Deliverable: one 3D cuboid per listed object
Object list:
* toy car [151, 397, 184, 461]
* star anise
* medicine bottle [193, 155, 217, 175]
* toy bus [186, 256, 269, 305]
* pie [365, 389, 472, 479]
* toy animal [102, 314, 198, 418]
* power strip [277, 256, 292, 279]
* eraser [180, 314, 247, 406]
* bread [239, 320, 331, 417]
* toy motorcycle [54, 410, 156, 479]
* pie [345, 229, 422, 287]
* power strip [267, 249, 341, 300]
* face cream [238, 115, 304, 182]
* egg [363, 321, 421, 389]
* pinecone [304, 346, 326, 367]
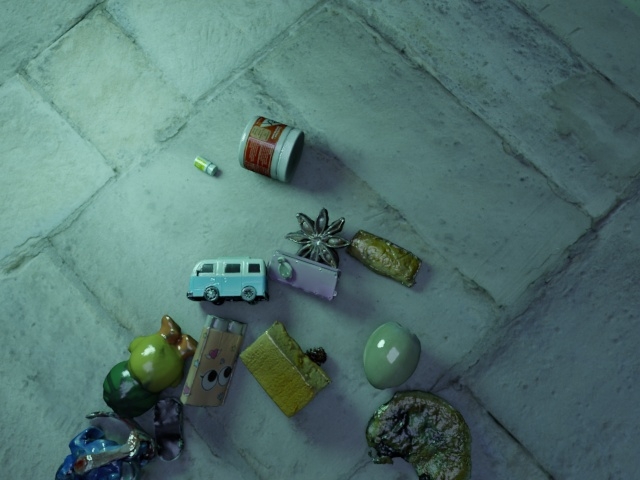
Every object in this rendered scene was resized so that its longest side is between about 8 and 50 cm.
[{"bbox_3d":[-0.516,0.641,1.456,0.096,0.056,0.204,-7,83,-1],"label":"toy car"},{"bbox_3d":[0.001,0.000,1.538,0.236,0.109,0.223,-13,88,20],"label":"star anise"},{"bbox_3d":[-0.439,-0.286,1.633,0.083,0.047,0.047,32,81,7],"label":"medicine bottle"},{"bbox_3d":[-0.321,0.141,1.511,0.272,0.133,0.164,-1,74,-2],"label":"toy bus"},{"bbox_3d":[0.345,0.663,1.431,0.372,0.078,0.296,28,80,7],"label":"pie"},{"bbox_3d":[-0.572,0.432,1.424,0.216,0.191,0.338,45,79,-7],"label":"toy animal"},{"bbox_3d":[-0.129,0.097,1.492,0.055,0.035,0.083,-17,95,26],"label":"power strip"},{"bbox_3d":[-0.364,0.408,1.453,0.087,0.171,0.290,8,78,35],"label":"eraser"},{"bbox_3d":[-0.122,0.428,1.432,0.274,0.114,0.185,48,117,6],"label":"bread"},{"bbox_3d":[-0.700,0.701,1.411,0.320,0.181,0.241,-3,34,15],"label":"toy motorcycle"},{"bbox_3d":[0.235,0.064,1.550,0.283,0.068,0.128,28,82,2],"label":"pie"},{"bbox_3d":[-0.059,0.120,1.507,0.279,0.037,0.109,17,105,19],"label":"power strip"},{"bbox_3d":[-0.178,-0.333,1.560,0.187,0.201,0.200,20,80,5],"label":"face cream"},{"bbox_3d":[0.229,0.390,1.428,0.183,0.183,0.217,36,75,7],"label":"egg"},{"bbox_3d":[-0.019,0.405,1.486,0.083,0.077,0.077,-40,81,-24],"label":"pinecone"}]
